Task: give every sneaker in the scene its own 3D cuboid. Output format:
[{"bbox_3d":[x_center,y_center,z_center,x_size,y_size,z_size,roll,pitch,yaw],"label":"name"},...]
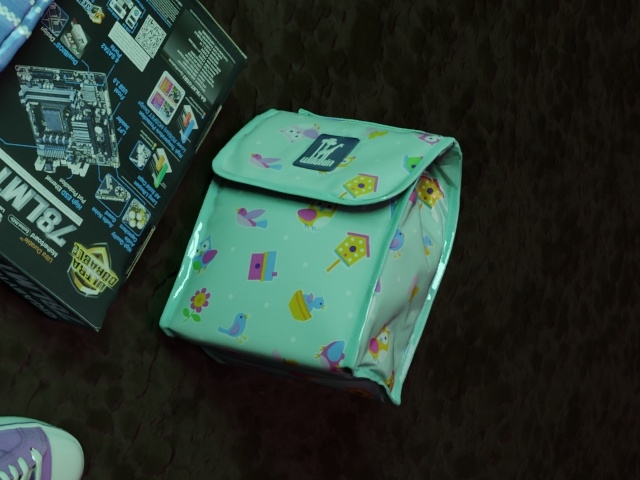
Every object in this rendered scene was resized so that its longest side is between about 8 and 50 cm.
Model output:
[{"bbox_3d":[-0.260,0.212,0.978,0.282,0.161,0.102,-9,103,-52],"label":"sneaker"}]

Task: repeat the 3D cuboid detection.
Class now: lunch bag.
[{"bbox_3d":[0.000,0.000,1.216,0.160,0.223,0.262,39,66,-57],"label":"lunch bag"}]

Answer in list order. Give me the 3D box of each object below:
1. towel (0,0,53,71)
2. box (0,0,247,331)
[{"bbox_3d":[-0.251,-0.309,0.924,0.243,0.040,0.336,38,64,-19],"label":"towel"},{"bbox_3d":[-0.218,-0.123,1.036,0.295,0.073,0.293,47,62,-45],"label":"box"}]
